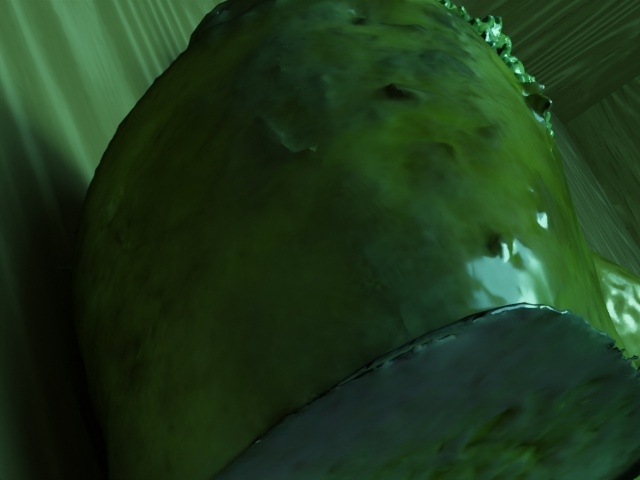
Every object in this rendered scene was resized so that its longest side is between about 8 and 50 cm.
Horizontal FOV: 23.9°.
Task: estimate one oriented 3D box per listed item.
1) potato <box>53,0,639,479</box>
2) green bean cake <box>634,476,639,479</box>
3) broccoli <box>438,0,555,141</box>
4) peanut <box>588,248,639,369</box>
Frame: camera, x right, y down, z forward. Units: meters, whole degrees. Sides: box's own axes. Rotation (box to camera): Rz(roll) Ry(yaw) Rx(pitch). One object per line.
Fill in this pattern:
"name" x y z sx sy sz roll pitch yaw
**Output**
"potato" 0.000 0.000 0.616 0.229 0.229 0.266 39 19 -50
"green bean cake" 0.142 0.176 0.867 0.236 0.124 0.233 48 15 -31
"broccoli" 0.044 -0.062 0.931 0.176 0.198 0.226 67 -7 -19
"peanut" 0.200 0.072 1.000 0.263 0.117 0.101 24 56 -11
